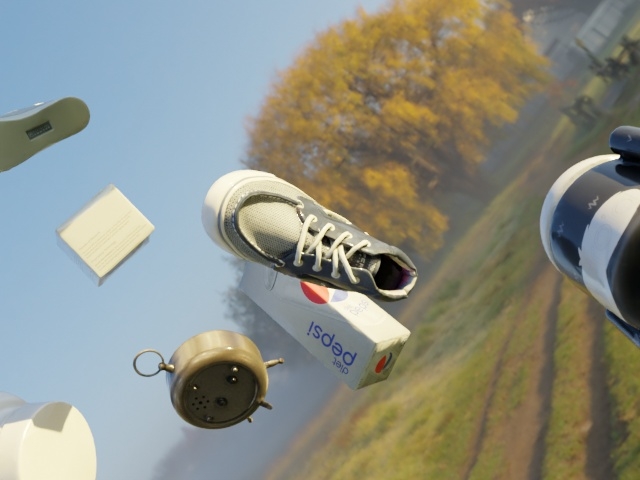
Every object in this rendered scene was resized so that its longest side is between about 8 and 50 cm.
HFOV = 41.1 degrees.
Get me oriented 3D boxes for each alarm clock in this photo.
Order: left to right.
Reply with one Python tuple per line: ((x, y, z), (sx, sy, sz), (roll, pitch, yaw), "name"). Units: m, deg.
((-0.151, 0.180, 1.110), (0.129, 0.192, 0.064), (-64, 23, 17), "alarm clock")

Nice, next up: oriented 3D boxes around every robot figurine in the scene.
((0.365, 0.000, 0.965), (0.209, 0.174, 0.278), (-56, 19, 8), "robot figurine")

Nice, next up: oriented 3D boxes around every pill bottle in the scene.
((-0.549, 0.344, 1.253), (0.408, 0.229, 0.229), (-10, 10, 19), "pill bottle")

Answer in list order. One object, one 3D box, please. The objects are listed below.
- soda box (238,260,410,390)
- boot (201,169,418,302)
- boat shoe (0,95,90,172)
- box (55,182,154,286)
((0.000, 0.109, 1.363), (0.091, 0.286, 0.098), (-8, -52, -49), "soda box")
((0.000, 0.000, 0.647), (0.190, 0.086, 0.069), (20, -91, -54), "boot")
((-0.466, -0.159, 1.313), (0.228, 0.079, 0.081), (-29, 17, -30), "boat shoe")
((-0.291, -0.006, 1.152), (0.102, 0.087, 0.101), (-45, 3, -18), "box")
